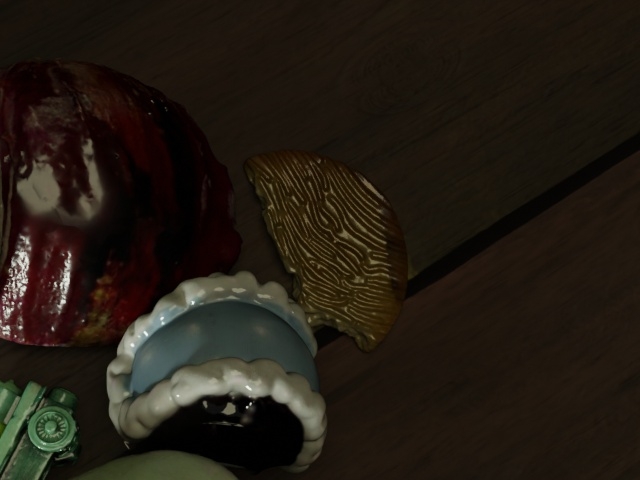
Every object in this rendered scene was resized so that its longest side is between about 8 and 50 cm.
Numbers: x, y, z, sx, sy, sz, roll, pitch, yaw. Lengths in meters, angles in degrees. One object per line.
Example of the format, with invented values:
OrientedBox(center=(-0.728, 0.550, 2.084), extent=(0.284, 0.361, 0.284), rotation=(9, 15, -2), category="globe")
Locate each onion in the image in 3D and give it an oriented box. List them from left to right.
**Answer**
OrientedBox(center=(-0.213, -0.059, 1.691), extent=(0.280, 0.146, 0.314), rotation=(-4, 73, -16), category="onion")

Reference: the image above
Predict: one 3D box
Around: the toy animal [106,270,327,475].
OrientedBox(center=(-0.088, 0.125, 1.627), extent=(0.208, 0.156, 0.204), rotation=(15, 37, -19), category="toy animal")

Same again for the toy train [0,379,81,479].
OrientedBox(center=(-0.318, 0.224, 1.631), extent=(0.132, 0.083, 0.200), rotation=(24, 68, 3), category="toy train")

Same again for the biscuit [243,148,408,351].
OrientedBox(center=(0.000, 0.000, 1.778), extent=(0.229, 0.031, 0.176), rotation=(35, 71, -3), category="biscuit")

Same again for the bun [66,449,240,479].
OrientedBox(center=(-0.183, 0.319, 1.583), extent=(0.293, 0.187, 0.293), rotation=(-8, 109, -25), category="bun")
